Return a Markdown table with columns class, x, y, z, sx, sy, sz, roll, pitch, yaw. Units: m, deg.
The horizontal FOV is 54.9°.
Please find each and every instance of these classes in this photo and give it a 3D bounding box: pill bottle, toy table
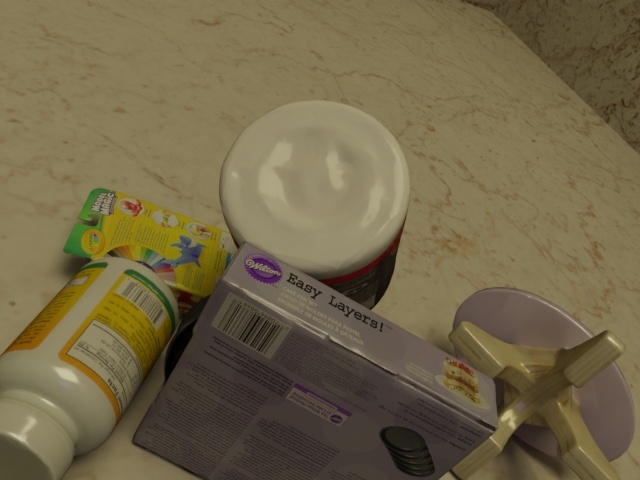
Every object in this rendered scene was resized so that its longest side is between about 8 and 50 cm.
| class | x | y | z | sx | sy | sz | roll | pitch | yaw |
| --- | --- | --- | --- | --- | --- | --- | --- | --- | --- |
| pill bottle | 0.000 | 0.000 | 0.692 | 0.177 | 0.318 | 0.176 | -1 | 70 | 2 |
| toy table | 0.271 | 0.188 | 0.780 | 0.274 | 0.252 | 0.161 | 36 | 18 | 17 |
| pill bottle | -0.222 | 0.117 | 0.561 | 0.118 | 0.117 | 0.208 | 29 | 36 | -6 |

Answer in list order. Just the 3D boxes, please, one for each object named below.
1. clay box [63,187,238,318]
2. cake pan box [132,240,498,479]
| class | x | y | z | sx | sy | sz | roll | pitch | yaw |
| --- | --- | --- | --- | --- | --- | --- | --- | --- | --- |
| clay box | -0.188 | 0.023 | 0.751 | 0.222 | 0.053 | 0.127 | 20 | 38 | -16 |
| cake pan box | -0.020 | 0.156 | 0.564 | 0.267 | 0.245 | 0.070 | 28 | 32 | -5 |
